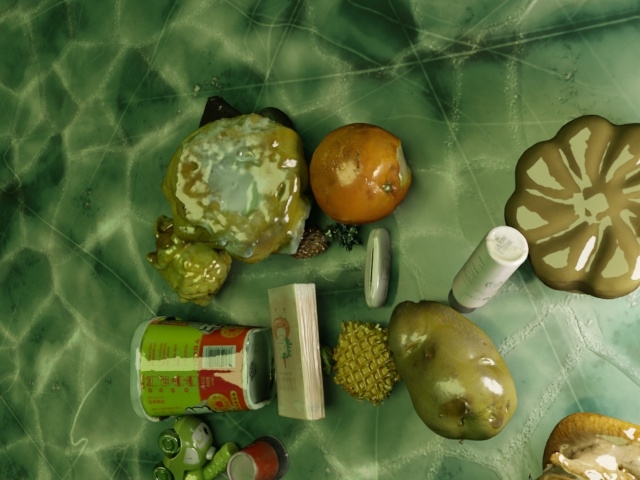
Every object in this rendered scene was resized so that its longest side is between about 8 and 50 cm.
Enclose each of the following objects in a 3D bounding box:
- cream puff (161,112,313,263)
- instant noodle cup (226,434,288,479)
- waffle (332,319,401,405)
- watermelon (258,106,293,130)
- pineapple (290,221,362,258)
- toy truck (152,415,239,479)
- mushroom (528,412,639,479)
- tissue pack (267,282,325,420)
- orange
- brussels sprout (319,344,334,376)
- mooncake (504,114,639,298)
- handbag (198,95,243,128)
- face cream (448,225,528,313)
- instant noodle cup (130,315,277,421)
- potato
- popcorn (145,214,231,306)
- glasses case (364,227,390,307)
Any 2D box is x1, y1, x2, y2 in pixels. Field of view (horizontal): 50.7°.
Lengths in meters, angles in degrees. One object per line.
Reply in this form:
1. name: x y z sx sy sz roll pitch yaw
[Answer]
1. cream puff: -0.195 -0.115 1.646 0.378 0.275 0.379 0 92 -1
2. instant noodle cup: -0.166 0.566 1.708 0.127 0.135 0.127 -3 84 26
3. waffle: 0.111 0.292 1.613 0.193 0.070 0.197 4 90 43
4. watermelon: -0.117 -0.305 1.777 0.110 0.078 0.078 42 104 17
5. pineapple: 0.000 -0.001 1.691 0.221 0.103 0.083 -13 115 24
6. toy truck: -0.337 0.580 1.797 0.210 0.148 0.187 30 103 3
7. mushroom: 0.573 0.501 1.284 0.345 0.259 0.346 -2 86 27
8. tissue pack: -0.062 0.274 1.676 0.170 0.071 0.326 -16 77 59
9. orange: 0.092 -0.154 1.575 0.239 0.240 0.240 -2 86 26
10. brussels sprout: 0.008 0.299 1.684 0.085 0.058 0.085 -16 72 60
11. mooncake: 0.562 -0.068 1.363 0.378 0.200 0.379 -1 87 25
12. handbag: -0.248 -0.238 1.818 0.223 0.080 0.247 40 122 26
13. face cream: 0.337 0.081 1.435 0.092 0.311 0.092 4 61 -8
14. instant noodle cup: -0.284 0.325 1.728 0.307 0.294 0.294 -3 85 19
15. potato: 0.277 0.272 1.478 0.218 0.202 0.351 -34 66 10
16. popcorn: -0.345 0.053 1.786 0.194 0.255 0.256 -29 30 -15
17. glasses case: 0.138 0.066 1.629 0.049 0.074 0.194 1 86 29
